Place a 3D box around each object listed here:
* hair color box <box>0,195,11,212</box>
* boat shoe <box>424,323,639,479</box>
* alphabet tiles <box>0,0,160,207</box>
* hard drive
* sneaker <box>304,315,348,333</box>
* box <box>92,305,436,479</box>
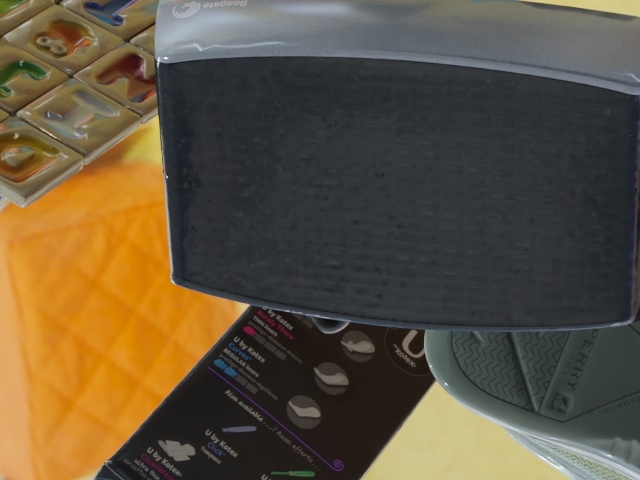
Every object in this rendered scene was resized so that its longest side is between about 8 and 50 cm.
[{"bbox_3d":[-0.222,-0.181,1.445,0.185,0.339,0.110,38,137,0],"label":"hair color box"},{"bbox_3d":[0.208,0.110,1.029,0.320,0.118,0.103,22,168,17],"label":"boat shoe"},{"bbox_3d":[-0.227,-0.140,1.225,0.285,0.342,0.011,30,132,18],"label":"alphabet tiles"},{"bbox_3d":[0.041,-0.034,0.939,0.254,0.054,0.172,5,117,12],"label":"hard drive"},{"bbox_3d":[0.000,0.000,1.094,0.158,0.061,0.065,73,172,-58],"label":"sneaker"},{"bbox_3d":[-0.045,0.151,1.370,0.143,0.270,0.165,39,140,4],"label":"box"}]
